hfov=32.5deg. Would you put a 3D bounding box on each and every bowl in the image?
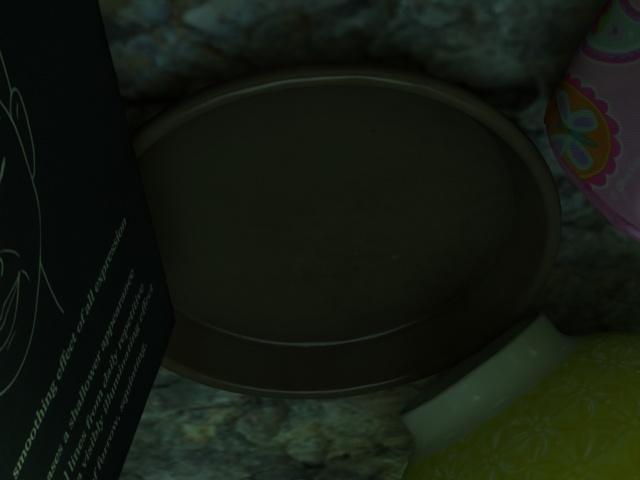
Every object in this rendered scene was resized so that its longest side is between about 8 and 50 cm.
[{"bbox_3d":[0.141,0.141,0.698,0.289,0.289,0.156,-39,85,31],"label":"bowl"}]

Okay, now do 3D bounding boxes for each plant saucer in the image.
[{"bbox_3d":[0.000,0.000,0.645,0.278,0.041,0.278,-3,136,-3],"label":"plant saucer"}]

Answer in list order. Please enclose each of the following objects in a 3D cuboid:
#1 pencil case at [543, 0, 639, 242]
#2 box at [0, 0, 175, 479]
[{"bbox_3d":[0.209,-0.122,0.482,0.124,0.124,0.284,10,136,-15],"label":"pencil case"},{"bbox_3d":[-0.221,0.008,0.419,0.212,0.293,0.395,7,137,10],"label":"box"}]
